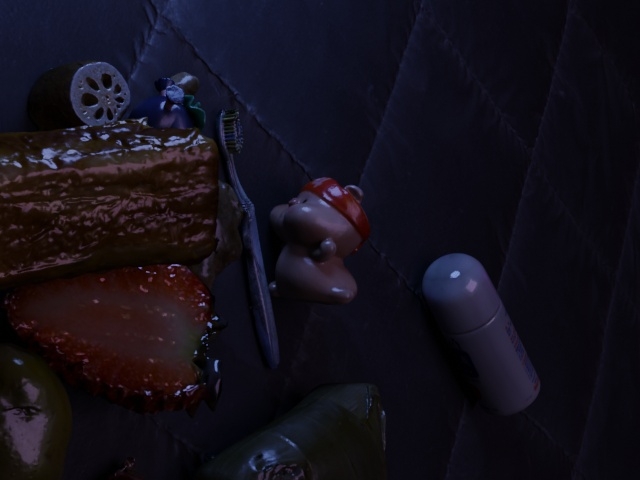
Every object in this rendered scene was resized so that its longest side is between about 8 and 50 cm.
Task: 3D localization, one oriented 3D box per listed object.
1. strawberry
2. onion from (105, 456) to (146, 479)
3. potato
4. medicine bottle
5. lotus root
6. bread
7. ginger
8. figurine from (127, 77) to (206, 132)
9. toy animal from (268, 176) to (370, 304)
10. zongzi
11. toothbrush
[{"bbox_3d":[-0.280,0.115,1.625,0.306,0.138,0.233,19,49,-24],"label":"strawberry"},{"bbox_3d":[-0.261,0.413,1.596,0.227,0.120,0.283,44,52,-47],"label":"onion"},{"bbox_3d":[-0.372,0.219,1.454,0.155,0.137,0.200,0,87,-52],"label":"potato"},{"bbox_3d":[0.299,0.171,2.352,0.130,0.130,0.341,-57,130,-40],"label":"medicine bottle"},{"bbox_3d":[-0.315,-0.181,1.634,0.112,0.081,0.122,48,49,-29],"label":"lotus root"},{"bbox_3d":[-0.293,-0.046,1.514,0.344,0.149,0.195,-7,113,-32],"label":"bread"},{"bbox_3d":[-0.193,-0.068,1.769,0.166,0.080,0.333,-21,100,-43],"label":"ginger"},{"bbox_3d":[-0.232,-0.122,1.658,0.195,0.111,0.102,-48,117,-9],"label":"figurine"},{"bbox_3d":[0.000,0.000,1.938,0.171,0.171,0.197,16,80,-51],"label":"toy animal"},{"bbox_3d":[-0.026,0.446,1.870,0.356,0.174,0.392,-22,109,-47],"label":"zongzi"},{"bbox_3d":[-0.108,0.001,1.914,0.035,0.042,0.413,-23,106,-52],"label":"toothbrush"}]
